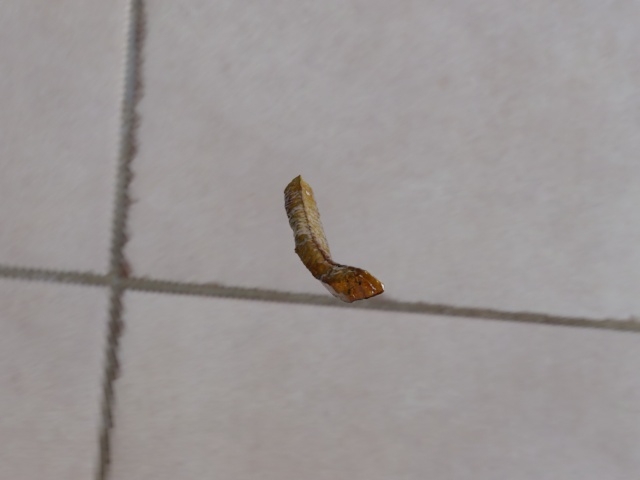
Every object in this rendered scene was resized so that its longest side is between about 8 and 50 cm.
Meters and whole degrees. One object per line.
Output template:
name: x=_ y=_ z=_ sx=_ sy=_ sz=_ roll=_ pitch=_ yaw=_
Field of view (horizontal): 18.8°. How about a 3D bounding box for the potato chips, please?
potato chips: x=0.000 y=0.000 z=1.299 sx=0.037 sy=0.204 sz=0.026 roll=-35 pitch=113 yaw=1
